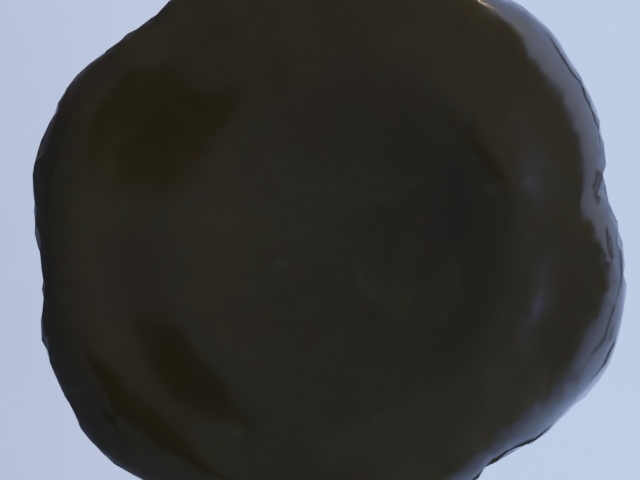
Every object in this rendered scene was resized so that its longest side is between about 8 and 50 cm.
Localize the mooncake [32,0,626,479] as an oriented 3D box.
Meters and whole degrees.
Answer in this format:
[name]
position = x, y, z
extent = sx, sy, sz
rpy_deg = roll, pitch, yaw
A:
[mooncake]
position = 0.000, 0.000, 1.127
extent = 0.262, 0.467, 0.467
rpy_deg = -93, -170, -87
